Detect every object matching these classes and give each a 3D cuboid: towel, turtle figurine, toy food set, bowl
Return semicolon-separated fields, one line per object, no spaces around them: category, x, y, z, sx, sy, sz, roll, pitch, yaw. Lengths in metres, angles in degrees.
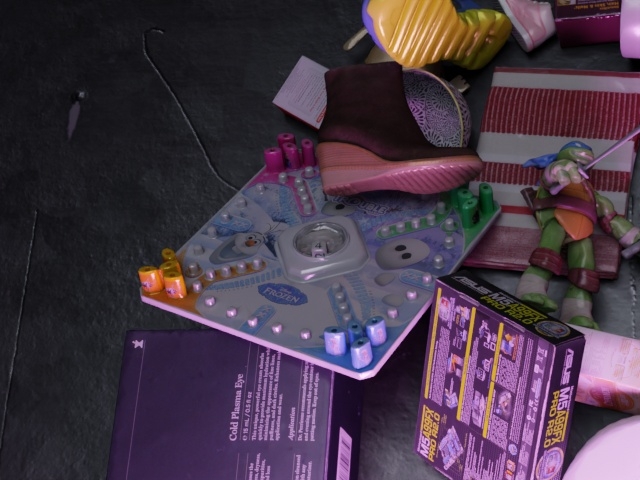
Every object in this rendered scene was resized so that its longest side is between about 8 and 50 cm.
towel;0.342;-0.104;1.863;0.237;0.037;0.328;6;69;20
turtle figurine;0.372;-0.018;1.682;0.275;0.198;0.266;9;73;26
toy food set;0.136;-0.274;2.004;0.132;0.038;0.192;-38;73;5
bowl;0.172;-0.181;1.907;0.080;0.170;0.170;-20;51;-43

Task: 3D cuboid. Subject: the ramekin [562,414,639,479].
ramekin;0.427;0.347;1.569;0.277;0.135;0.277;-7;70;19

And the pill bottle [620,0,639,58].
pill bottle;0.580;-0.324;1.811;0.279;0.162;0.162;5;69;19

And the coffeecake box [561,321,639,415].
coffeecake box;0.346;0.167;1.682;0.186;0.142;0.068;12;71;22

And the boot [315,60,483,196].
boot;0.112;-0.172;1.821;0.249;0.090;0.206;-4;66;19

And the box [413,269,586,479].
box;0.224;0.202;1.625;0.216;0.060;0.270;30;123;46

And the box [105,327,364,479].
box;-0.116;0.304;1.748;0.313;0.179;0.343;-1;67;15

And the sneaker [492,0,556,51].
sneaker;0.321;-0.360;1.972;0.070;0.051;0.134;-29;64;0

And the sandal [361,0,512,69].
sandal;0.151;-0.334;1.878;0.138;0.317;0.126;44;111;27

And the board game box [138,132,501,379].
board game box;0.000;0.000;1.798;0.390;0.050;0.390;17;46;30

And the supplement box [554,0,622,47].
supplement box;0.414;-0.401;1.941;0.104;0.081;0.188;-3;66;16

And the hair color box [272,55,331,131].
hair color box;0.018;-0.213;1.993;0.167;0.053;0.093;32;89;28
